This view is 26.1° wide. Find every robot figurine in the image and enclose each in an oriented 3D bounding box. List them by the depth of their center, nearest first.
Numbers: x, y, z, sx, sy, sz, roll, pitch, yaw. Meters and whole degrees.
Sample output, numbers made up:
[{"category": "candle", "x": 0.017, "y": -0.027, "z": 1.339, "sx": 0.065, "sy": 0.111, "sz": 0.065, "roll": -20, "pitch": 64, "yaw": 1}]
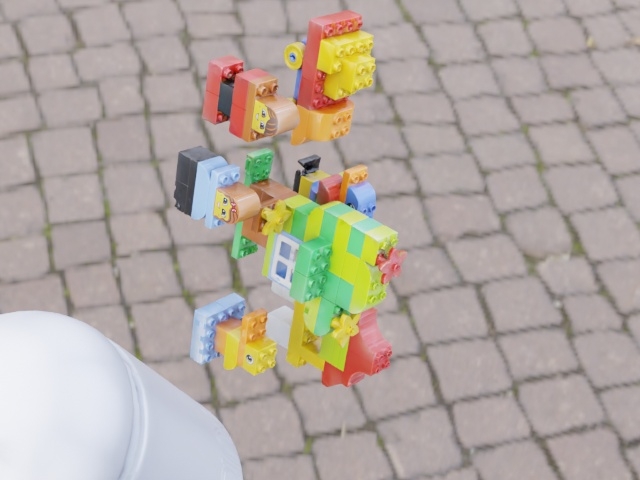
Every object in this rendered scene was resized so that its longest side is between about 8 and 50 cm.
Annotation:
[{"category": "robot figurine", "x": -0.194, "y": 0.181, "z": 1.087, "sx": 0.300, "sy": 0.353, "sz": 0.200, "roll": 29, "pitch": 80, "yaw": 35}]

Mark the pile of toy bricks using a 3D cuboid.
[{"category": "pile of toy bricks", "x": 0.000, "y": 0.000, "z": 0.713, "sx": 0.105, "sy": 0.212, "sz": 0.118, "roll": 29, "pitch": 34, "yaw": 32}]
